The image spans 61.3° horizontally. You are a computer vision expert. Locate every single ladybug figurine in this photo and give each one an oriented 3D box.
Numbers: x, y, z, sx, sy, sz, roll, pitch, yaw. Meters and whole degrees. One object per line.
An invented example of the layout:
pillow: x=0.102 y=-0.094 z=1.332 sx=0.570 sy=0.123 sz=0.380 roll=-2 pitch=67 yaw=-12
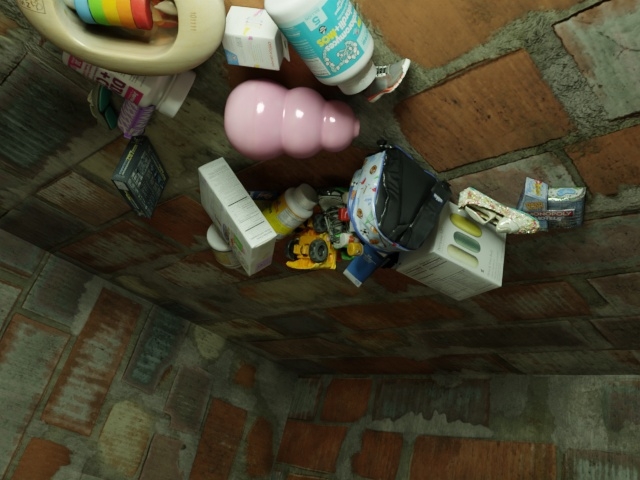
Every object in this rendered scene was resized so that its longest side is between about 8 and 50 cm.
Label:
ladybug figurine: x=-0.409 y=-0.507 z=1.120 sx=0.449 sy=0.162 sz=0.305 roll=11 pitch=135 yaw=-1

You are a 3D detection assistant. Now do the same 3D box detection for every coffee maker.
coffee maker: x=0.244 y=0.011 z=1.881 sx=0.171 sy=0.120 sz=0.178 roll=45 pitch=149 yaw=1

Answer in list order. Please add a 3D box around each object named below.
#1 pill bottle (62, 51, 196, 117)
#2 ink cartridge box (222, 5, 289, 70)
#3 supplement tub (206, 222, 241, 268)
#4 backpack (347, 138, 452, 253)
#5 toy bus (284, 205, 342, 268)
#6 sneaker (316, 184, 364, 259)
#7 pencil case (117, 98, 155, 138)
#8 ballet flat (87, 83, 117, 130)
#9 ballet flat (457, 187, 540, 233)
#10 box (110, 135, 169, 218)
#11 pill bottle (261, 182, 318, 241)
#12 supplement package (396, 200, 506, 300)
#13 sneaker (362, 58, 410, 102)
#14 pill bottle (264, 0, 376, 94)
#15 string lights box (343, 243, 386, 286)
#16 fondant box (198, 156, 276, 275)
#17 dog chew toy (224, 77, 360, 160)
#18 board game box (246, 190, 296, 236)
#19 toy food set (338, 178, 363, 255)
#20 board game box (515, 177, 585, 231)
pill bottle: x=-0.465 y=-0.432 z=1.334 sx=0.283 sy=0.160 sz=0.160 roll=27 pitch=151 yaw=-23
ink cartridge box: x=-0.136 y=-0.450 z=1.206 sx=0.143 sy=0.090 sz=0.092 roll=10 pitch=153 yaw=8
supplement tub: x=-0.363 y=0.015 z=2.149 sx=0.144 sy=0.144 sz=0.199 roll=11 pitch=153 yaw=8
backpack: x=0.196 y=-0.098 z=1.509 sx=0.276 sy=0.263 sz=0.213 roll=28 pitch=151 yaw=-26
toy bus: x=0.000 y=0.000 z=1.898 sx=0.149 sy=0.220 sz=0.211 roll=1 pitch=172 yaw=43
sneaker: x=0.080 y=-0.057 z=1.776 sx=0.134 sy=0.146 sz=0.343 roll=0 pitch=146 yaw=27
pencil case: x=-0.529 y=-0.375 z=1.559 sx=0.086 sy=0.088 sz=0.206 roll=24 pitch=151 yaw=-21
ballet flat: x=-0.652 y=-0.402 z=1.593 sx=0.068 sy=0.072 sz=0.213 roll=21 pitch=153 yaw=-1
ballet flat: x=0.497 y=-0.066 z=1.535 sx=0.241 sy=0.077 sz=0.091 roll=29 pitch=158 yaw=21
box: x=-0.596 y=-0.209 z=1.803 sx=0.059 sy=0.183 sz=0.232 roll=11 pitch=154 yaw=9
pill bottle: x=-0.106 y=-0.096 z=1.790 sx=0.117 sy=0.117 sz=0.215 roll=32 pitch=127 yaw=-30
supplement package: x=0.415 y=0.034 z=1.713 sx=0.263 sy=0.199 sz=0.198 roll=25 pitch=151 yaw=-18
sneaker: x=0.140 y=-0.375 z=1.242 sx=0.065 sy=0.061 sz=0.158 roll=34 pitch=148 yaw=-20
pill bottle: x=0.015 y=-0.425 z=1.113 sx=0.146 sy=0.146 sz=0.264 roll=-6 pitch=147 yaw=36
string lights box: x=0.180 y=0.035 z=1.740 sx=0.077 sy=0.133 sz=0.259 roll=42 pitch=145 yaw=8
fondant box: x=-0.279 y=-0.074 z=1.784 sx=0.330 sy=0.096 sz=0.238 roll=55 pitch=158 yaw=16
dog chew toy: x=-0.067 y=-0.296 z=1.359 sx=0.332 sy=0.206 sz=0.206 roll=5 pitch=153 yaw=1
board game box: x=-0.188 y=-0.094 z=1.962 sx=0.165 sy=0.042 sz=0.243 roll=3 pitch=150 yaw=23
toy food set: x=0.126 y=-0.067 z=1.651 sx=0.104 sy=0.232 sz=0.111 roll=2 pitch=176 yaw=-28
board game box: x=0.631 y=-0.097 z=1.506 sx=0.194 sy=0.060 sz=0.194 roll=2 pitch=151 yaw=26
